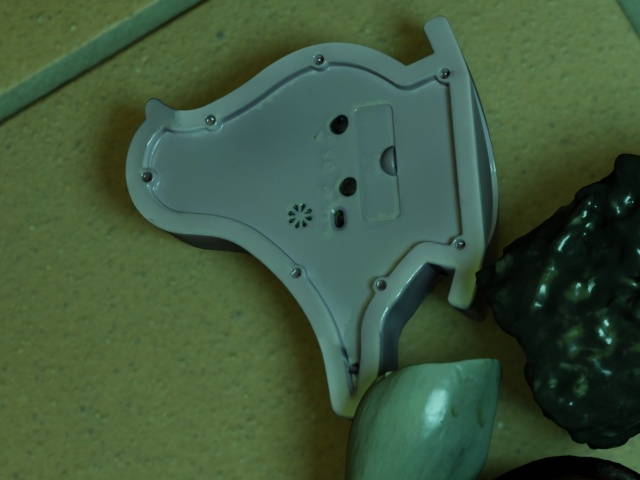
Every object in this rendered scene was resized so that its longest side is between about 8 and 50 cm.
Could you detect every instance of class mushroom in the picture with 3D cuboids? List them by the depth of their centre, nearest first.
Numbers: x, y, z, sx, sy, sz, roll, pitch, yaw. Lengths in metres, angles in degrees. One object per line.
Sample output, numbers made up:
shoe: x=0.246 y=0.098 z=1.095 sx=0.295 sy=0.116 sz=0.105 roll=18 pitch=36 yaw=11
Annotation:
mushroom: x=0.063 y=0.181 z=1.375 sx=0.093 sy=0.116 sz=0.225 roll=19 pitch=93 yaw=39

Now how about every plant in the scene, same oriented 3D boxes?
plant: x=0.240 y=0.034 z=1.348 sx=0.234 sy=0.204 sz=0.178 roll=-28 pitch=70 yaw=15

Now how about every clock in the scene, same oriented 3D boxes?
clock: x=0.000 y=0.000 z=1.468 sx=0.275 sy=0.080 sz=0.290 roll=-10 pitch=75 yaw=12

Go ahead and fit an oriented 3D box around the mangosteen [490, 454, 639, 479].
mangosteen: x=0.167 y=0.241 z=1.310 sx=0.209 sy=0.210 sz=0.210 roll=-3 pitch=77 yaw=13
